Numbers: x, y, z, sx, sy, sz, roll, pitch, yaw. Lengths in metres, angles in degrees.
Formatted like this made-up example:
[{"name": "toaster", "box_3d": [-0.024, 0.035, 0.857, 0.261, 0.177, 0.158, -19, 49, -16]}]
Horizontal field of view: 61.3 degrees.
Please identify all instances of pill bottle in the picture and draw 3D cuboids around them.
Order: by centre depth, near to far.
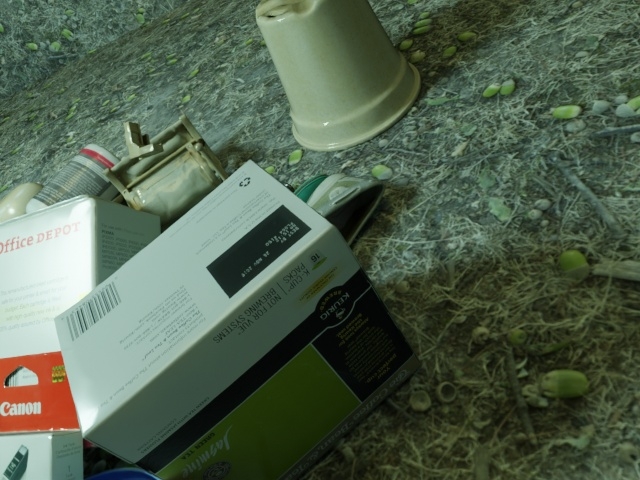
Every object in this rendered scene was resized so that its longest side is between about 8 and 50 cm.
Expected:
[{"name": "pill bottle", "box_3d": [-0.647, -0.088, 1.422, 0.176, 0.176, 0.318, 13, 58, 41]}]

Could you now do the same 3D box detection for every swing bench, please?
[{"name": "swing bench", "box_3d": [-0.367, -0.143, 1.308, 0.253, 0.165, 0.254, -36, 35, -2]}]

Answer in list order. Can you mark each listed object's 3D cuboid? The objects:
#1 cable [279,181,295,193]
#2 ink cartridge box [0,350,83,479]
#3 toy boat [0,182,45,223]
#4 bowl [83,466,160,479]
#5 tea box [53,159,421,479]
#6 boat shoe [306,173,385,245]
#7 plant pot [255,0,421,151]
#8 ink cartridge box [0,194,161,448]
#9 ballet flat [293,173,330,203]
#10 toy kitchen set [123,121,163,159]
[{"name": "cable", "box_3d": [-0.128, -0.049, 1.149, 0.151, 0.047, 0.184, 12, 55, 35]}, {"name": "ink cartridge box", "box_3d": [-0.468, 0.293, 0.800, 0.275, 0.060, 0.238, -11, 78, 24]}, {"name": "toy boat", "box_3d": [-0.904, -0.013, 1.557, 0.268, 0.148, 0.318, -23, 35, 33]}, {"name": "bowl", "box_3d": [-0.319, 0.479, 0.667, 0.391, 0.077, 0.391, -24, 28, 14]}, {"name": "tea box", "box_3d": [-0.093, 0.137, 0.717, 0.329, 0.323, 0.220, -40, 41, -8]}, {"name": "boat shoe", "box_3d": [0.002, 0.001, 0.955, 0.103, 0.118, 0.320, 6, 47, 42]}, {"name": "plant pot", "box_3d": [0.019, -0.426, 1.214, 0.334, 0.305, 0.333, -19, 42, 18]}, {"name": "ink cartridge box", "box_3d": [-0.421, 0.147, 0.926, 0.279, 0.160, 0.384, -12, 76, 25]}, {"name": "ballet flat", "box_3d": [-0.052, -0.028, 1.045, 0.247, 0.083, 0.087, -58, 16, -26]}, {"name": "toy kitchen set", "box_3d": [-0.395, -0.235, 1.243, 0.075, 0.068, 0.083, -12, 89, 26]}]
